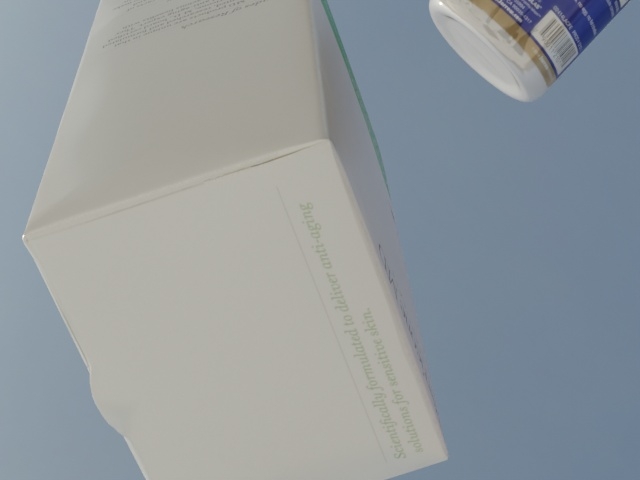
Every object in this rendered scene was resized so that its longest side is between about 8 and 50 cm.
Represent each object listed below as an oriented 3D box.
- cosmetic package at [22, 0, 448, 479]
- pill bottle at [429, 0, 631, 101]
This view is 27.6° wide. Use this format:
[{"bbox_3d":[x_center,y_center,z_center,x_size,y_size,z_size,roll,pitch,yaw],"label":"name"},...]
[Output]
[{"bbox_3d":[-0.044,-0.029,0.762,0.155,0.197,0.366,-18,-151,5],"label":"cosmetic package"},{"bbox_3d":[0.249,-0.281,1.312,0.265,0.153,0.153,-46,-116,-2],"label":"pill bottle"}]
